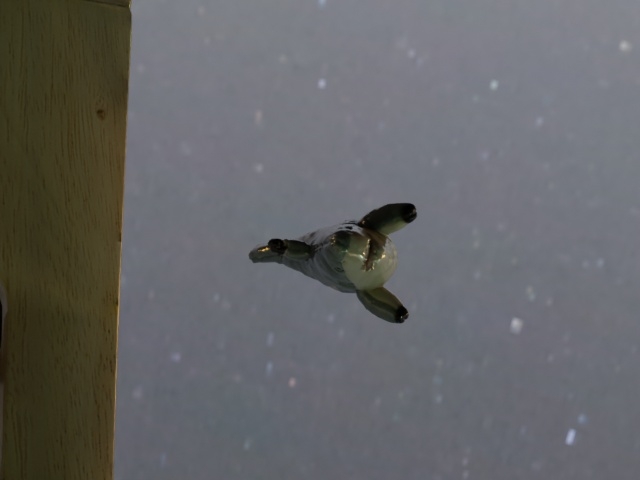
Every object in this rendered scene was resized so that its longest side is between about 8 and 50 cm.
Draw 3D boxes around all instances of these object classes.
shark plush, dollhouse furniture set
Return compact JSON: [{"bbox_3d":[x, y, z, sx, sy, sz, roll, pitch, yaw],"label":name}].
[{"bbox_3d":[0.000,0.000,1.192,0.067,0.073,0.161,6,-170,-29],"label":"shark plush"},{"bbox_3d":[-0.183,0.003,0.511,0.242,0.212,0.161,6,-102,-26],"label":"dollhouse furniture set"}]
